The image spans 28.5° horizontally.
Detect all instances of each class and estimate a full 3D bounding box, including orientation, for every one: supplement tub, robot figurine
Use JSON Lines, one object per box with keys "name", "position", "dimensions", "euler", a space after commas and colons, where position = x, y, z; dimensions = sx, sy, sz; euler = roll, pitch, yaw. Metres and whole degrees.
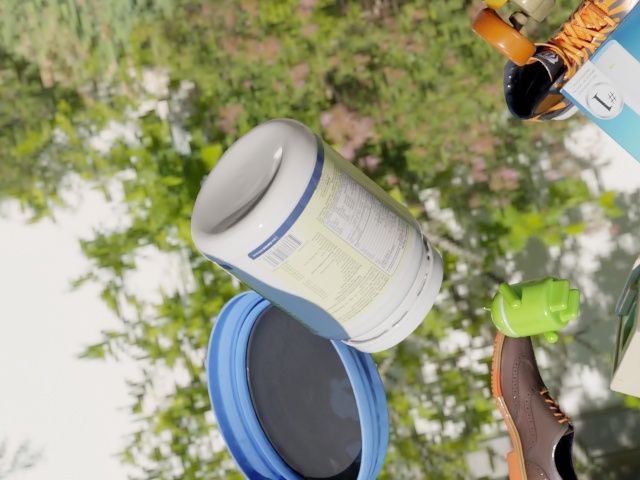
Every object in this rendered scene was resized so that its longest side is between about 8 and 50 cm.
{"name": "supplement tub", "position": [0.000, 0.000, 1.831], "dimensions": [0.325, 0.235, 0.235], "euler": [37, 147, -30]}
{"name": "robot figurine", "position": [0.258, 0.081, 1.536], "dimensions": [0.115, 0.067, 0.101], "euler": [-15, 142, 38]}

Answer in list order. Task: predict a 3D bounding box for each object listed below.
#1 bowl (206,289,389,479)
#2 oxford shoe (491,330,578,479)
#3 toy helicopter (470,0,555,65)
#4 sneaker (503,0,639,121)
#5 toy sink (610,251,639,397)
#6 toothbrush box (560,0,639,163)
{"name": "bowl", "position": [-0.040, 0.261, 2.080], "dimensions": [0.077, 0.391, 0.391], "euler": [-16, -179, -41]}
{"name": "oxford shoe", "position": [0.314, 0.242, 1.790], "dimensions": [0.098, 0.271, 0.097], "euler": [-13, 178, 39]}
{"name": "toy helicopter", "position": [0.154, -0.340, 1.416], "dimensions": [0.140, 0.235, 0.355], "euler": [-51, 161, 12]}
{"name": "sneaker", "position": [0.407, -0.307, 1.975], "dimensions": [0.180, 0.124, 0.321], "euler": [-16, 142, -53]}
{"name": "toy sink", "position": [0.539, 0.116, 1.978], "dimensions": [0.131, 0.234, 0.152], "euler": [15, 139, 6]}
{"name": "toothbrush box", "position": [0.396, -0.120, 1.089], "dimensions": [0.216, 0.295, 0.126], "euler": [-49, 174, 31]}
